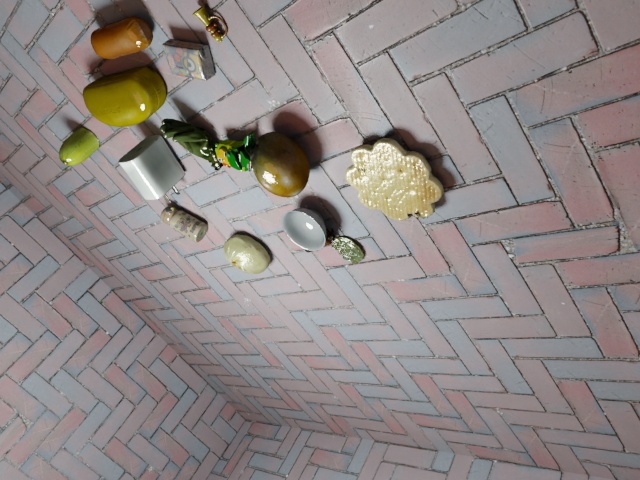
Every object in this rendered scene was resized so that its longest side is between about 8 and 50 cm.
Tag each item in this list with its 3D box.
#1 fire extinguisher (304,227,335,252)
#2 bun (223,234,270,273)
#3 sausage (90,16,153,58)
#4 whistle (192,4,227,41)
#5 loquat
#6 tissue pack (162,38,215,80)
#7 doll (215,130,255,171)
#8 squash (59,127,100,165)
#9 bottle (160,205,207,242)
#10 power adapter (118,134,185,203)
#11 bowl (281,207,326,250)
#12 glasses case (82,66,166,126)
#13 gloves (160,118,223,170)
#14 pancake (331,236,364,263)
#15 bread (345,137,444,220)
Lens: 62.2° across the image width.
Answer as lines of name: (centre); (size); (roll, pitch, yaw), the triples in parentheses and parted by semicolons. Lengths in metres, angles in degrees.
fire extinguisher: (0.000, 0.000, 2.012); (0.177, 0.050, 0.062); (-23, 92, 49)
bun: (-0.331, 0.075, 2.297); (0.223, 0.127, 0.222); (20, 142, 16)
sausage: (-0.657, -0.661, 1.741); (0.275, 0.105, 0.105); (3, 133, 37)
whistle: (-0.316, -0.638, 1.557); (0.109, 0.057, 0.046); (46, -171, -29)
loquat: (-0.131, -0.247, 1.732); (0.179, 0.179, 0.227); (3, 137, 37)
tissue pack: (-0.416, -0.572, 1.681); (0.148, 0.060, 0.108); (17, 140, 22)
doll: (-0.285, -0.305, 1.842); (0.187, 0.106, 0.134); (4, 128, 36)
squash: (-1.057, -0.393, 2.306); (0.123, 0.186, 0.123); (17, 143, 13)
bottle: (-0.616, -0.082, 2.372); (0.209, 0.097, 0.110); (28, 144, 10)
power adapter: (-0.651, -0.265, 2.115); (0.124, 0.187, 0.255); (4, 134, 38)
bowl: (-0.043, -0.057, 1.945); (0.189, 0.086, 0.188); (24, 141, 21)
glasses case: (-0.716, -0.509, 1.928); (0.372, 0.141, 0.173); (4, 134, 37)
gloves: (-0.453, -0.357, 1.922); (0.268, 0.107, 0.135); (31, 156, -24)
pancake: (0.105, 0.035, 1.987); (0.129, 0.022, 0.116); (43, 141, -10)
bread: (0.221, -0.180, 1.620); (0.316, 0.054, 0.315); (22, 144, 17)
